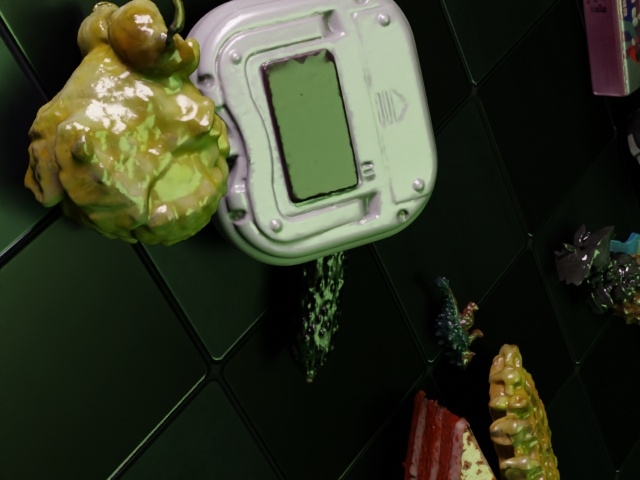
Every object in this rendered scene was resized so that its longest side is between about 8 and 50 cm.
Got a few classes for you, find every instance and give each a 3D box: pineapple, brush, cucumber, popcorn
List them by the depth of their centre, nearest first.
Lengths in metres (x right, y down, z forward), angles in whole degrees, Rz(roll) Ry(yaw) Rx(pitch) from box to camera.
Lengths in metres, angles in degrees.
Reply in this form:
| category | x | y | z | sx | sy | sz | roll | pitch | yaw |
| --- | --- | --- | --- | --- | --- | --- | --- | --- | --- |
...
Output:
| category | x | y | z | sx | sy | sz | roll | pitch | yaw |
| --- | --- | --- | --- | --- | --- | --- | --- | --- | --- |
| popcorn | -0.149 | -0.095 | 0.914 | 0.168 | 0.173 | 0.195 | 22 | 86 | -3 |
| cucumber | -0.001 | 0.000 | 1.145 | 0.072 | 0.072 | 0.300 | 7 | 93 | -46 |
| pineapple | 0.424 | 0.050 | 1.565 | 0.237 | 0.111 | 0.119 | 19 | 59 | -40 |
| brush | 0.455 | 0.011 | 1.648 | 0.164 | 0.014 | 0.051 | 6 | 92 | -44 |

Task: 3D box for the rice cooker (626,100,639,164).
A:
| category | x | y | z | sx | sy | sz | roll | pitch | yaw |
| --- | --- | --- | --- | --- | --- | --- | --- | --- | --- |
| rice cooker | 0.580 | -0.165 | 1.573 | 0.225 | 0.244 | 0.226 | 5 | 73 | -17 |

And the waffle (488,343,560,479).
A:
| category | x | y | z | sx | sy | sz | roll | pitch | yaw |
| --- | --- | --- | --- | --- | --- | --- | --- | --- | --- |
| waffle | 0.265 | 0.283 | 1.387 | 0.283 | 0.065 | 0.310 | -58 | 130 | -72 |

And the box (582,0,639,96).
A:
| category | x | y | z | sx | sy | sz | roll | pitch | yaw |
| --- | --- | --- | --- | --- | --- | --- | --- | --- | --- |
| box | 0.417 | -0.323 | 1.507 | 0.120 | 0.069 | 0.224 | -34 | 121 | -37 |

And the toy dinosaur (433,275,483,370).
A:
| category | x | y | z | sx | sy | sz | roll | pitch | yaw |
| --- | --- | --- | --- | --- | --- | --- | --- | --- | --- |
| toy dinosaur | 0.166 | 0.103 | 1.350 | 0.055 | 0.049 | 0.154 | -42 | 129 | -28 |

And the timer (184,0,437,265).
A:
| category | x | y | z | sx | sy | sz | roll | pitch | yaw |
| --- | --- | --- | --- | --- | --- | --- | --- | --- | --- |
| timer | -0.006 | -0.113 | 1.048 | 0.237 | 0.087 | 0.262 | -17 | 102 | -19 |

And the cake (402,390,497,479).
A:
| category | x | y | z | sx | sy | sz | roll | pitch | yaw |
| --- | --- | --- | --- | --- | --- | --- | --- | --- | --- |
| cake | 0.196 | 0.324 | 1.309 | 0.159 | 0.158 | 0.262 | 3 | 96 | -19 |
